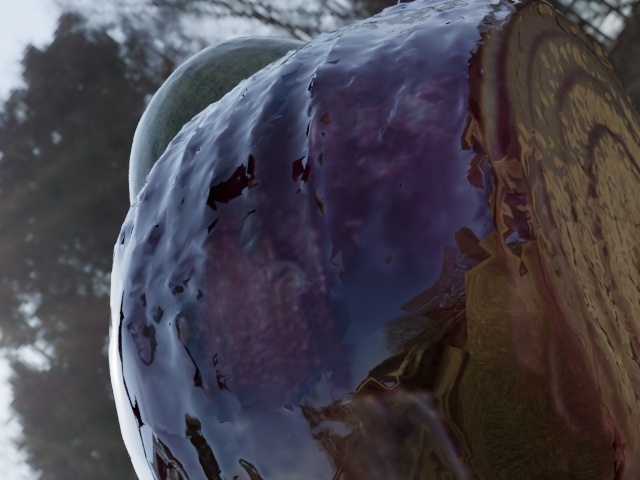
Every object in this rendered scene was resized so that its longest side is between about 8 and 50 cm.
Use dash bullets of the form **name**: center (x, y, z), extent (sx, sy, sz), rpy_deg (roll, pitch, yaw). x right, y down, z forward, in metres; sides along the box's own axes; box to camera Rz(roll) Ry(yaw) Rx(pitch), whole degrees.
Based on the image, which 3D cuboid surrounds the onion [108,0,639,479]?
- **onion**: center (0.036, 0.050, 0.607), extent (0.260, 0.282, 0.337), rpy_deg (-17, -22, 26)

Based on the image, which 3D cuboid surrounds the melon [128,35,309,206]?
- **melon**: center (0.000, 0.000, 0.999), extent (0.248, 0.329, 0.248), rpy_deg (-37, -13, -10)
